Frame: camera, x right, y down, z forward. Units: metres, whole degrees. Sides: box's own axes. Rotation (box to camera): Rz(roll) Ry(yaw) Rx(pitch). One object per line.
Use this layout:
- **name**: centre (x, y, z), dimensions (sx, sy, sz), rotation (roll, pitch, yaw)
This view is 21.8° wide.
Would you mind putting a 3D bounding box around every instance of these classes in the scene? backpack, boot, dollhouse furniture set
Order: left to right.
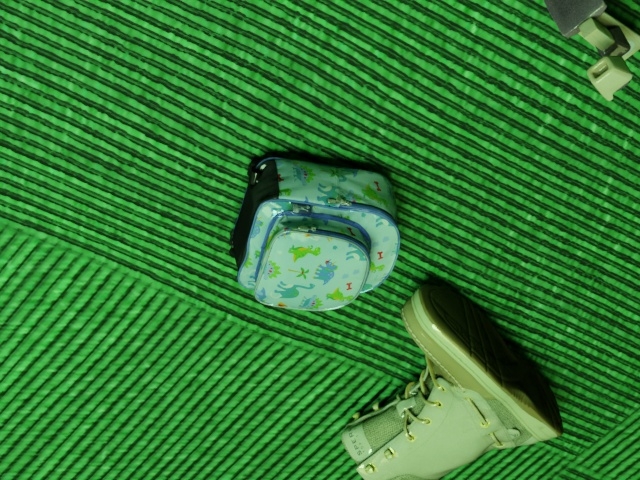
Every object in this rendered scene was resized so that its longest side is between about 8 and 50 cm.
- **backpack**: centre (0.000, 0.000, 1.214), dimensions (0.114, 0.084, 0.105), rotation (3, 137, -15)
- **boot**: centre (0.083, 0.131, 1.366), dimensions (0.165, 0.077, 0.213), rotation (-27, 135, 21)
- **dollhouse furniture set**: centre (0.227, -0.152, 1.107), dimensions (0.114, 0.091, 0.081), rotation (-38, 143, 23)
